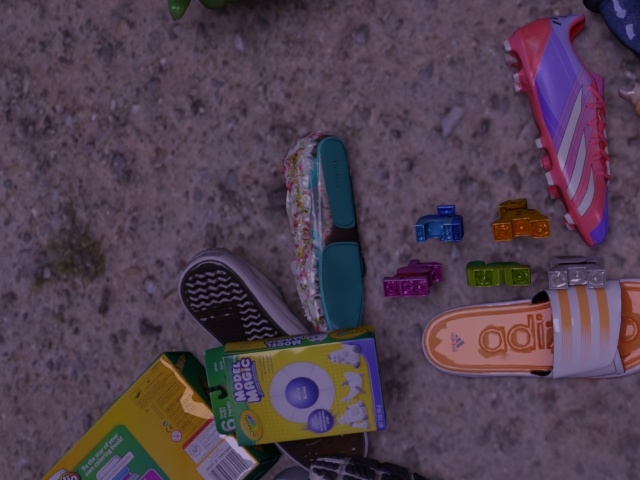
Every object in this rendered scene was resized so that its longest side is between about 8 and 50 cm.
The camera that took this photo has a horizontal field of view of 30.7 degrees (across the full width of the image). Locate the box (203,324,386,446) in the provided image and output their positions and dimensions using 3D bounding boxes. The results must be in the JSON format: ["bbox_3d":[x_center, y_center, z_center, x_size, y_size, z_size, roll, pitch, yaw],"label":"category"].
[{"bbox_3d":[-0.027,0.150,1.195,0.179,0.043,0.105,-7,105,5],"label":"box"}]

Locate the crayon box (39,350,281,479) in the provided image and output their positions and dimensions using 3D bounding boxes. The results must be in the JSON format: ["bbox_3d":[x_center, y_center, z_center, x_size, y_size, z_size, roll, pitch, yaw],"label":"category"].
[{"bbox_3d":[-0.202,0.278,1.302,0.278,0.081,0.165,-46,75,7],"label":"crayon box"}]

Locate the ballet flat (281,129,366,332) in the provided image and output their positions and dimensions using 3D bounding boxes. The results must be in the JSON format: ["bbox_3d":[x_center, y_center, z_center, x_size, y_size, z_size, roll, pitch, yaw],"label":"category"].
[{"bbox_3d":[0.000,0.000,1.285,0.077,0.091,0.241,-13,75,45],"label":"ballet flat"}]

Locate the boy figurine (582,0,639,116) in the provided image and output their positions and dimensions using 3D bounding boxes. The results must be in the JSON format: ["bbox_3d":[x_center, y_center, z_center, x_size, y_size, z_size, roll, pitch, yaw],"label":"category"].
[{"bbox_3d":[0.398,-0.175,1.174,0.177,0.092,0.285,-40,77,8],"label":"boy figurine"}]

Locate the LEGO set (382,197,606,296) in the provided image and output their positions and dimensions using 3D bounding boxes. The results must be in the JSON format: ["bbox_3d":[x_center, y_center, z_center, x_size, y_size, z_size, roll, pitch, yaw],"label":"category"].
[{"bbox_3d":[0.182,0.000,1.225,0.227,0.093,0.087,-2,107,15],"label":"LEGO set"}]

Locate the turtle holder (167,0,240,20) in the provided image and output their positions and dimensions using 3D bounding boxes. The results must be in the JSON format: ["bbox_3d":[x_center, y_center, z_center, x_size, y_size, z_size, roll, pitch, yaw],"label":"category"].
[{"bbox_3d":[-0.085,-0.409,1.283,0.227,0.243,0.320,-12,41,-1],"label":"turtle holder"}]

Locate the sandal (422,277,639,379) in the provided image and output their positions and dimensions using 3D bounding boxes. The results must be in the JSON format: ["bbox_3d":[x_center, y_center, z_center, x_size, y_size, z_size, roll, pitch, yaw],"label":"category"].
[{"bbox_3d":[0.231,0.100,1.200,0.265,0.076,0.102,-10,82,15],"label":"sandal"}]

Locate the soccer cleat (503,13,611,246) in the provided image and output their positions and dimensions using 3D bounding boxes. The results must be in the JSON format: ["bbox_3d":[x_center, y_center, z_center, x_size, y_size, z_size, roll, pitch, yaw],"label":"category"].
[{"bbox_3d":[0.266,-0.118,1.214,0.095,0.083,0.248,-19,77,9],"label":"soccer cleat"}]

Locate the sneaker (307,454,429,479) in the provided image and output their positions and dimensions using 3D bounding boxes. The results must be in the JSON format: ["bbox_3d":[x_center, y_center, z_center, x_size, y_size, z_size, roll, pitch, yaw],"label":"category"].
[{"bbox_3d":[0.099,0.317,1.196,0.275,0.107,0.110,32,106,6],"label":"sneaker"}]

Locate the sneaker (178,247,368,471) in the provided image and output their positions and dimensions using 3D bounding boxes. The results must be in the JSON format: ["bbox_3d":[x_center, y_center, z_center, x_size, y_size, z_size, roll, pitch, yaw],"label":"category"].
[{"bbox_3d":[-0.040,0.123,1.273,0.106,0.123,0.290,-32,99,8],"label":"sneaker"}]

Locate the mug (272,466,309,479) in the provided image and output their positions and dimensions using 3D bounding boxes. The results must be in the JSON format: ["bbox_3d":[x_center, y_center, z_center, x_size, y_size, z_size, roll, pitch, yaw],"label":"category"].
[{"bbox_3d":[-0.034,0.288,1.263,0.062,0.064,0.078,-2,84,15],"label":"mug"}]
